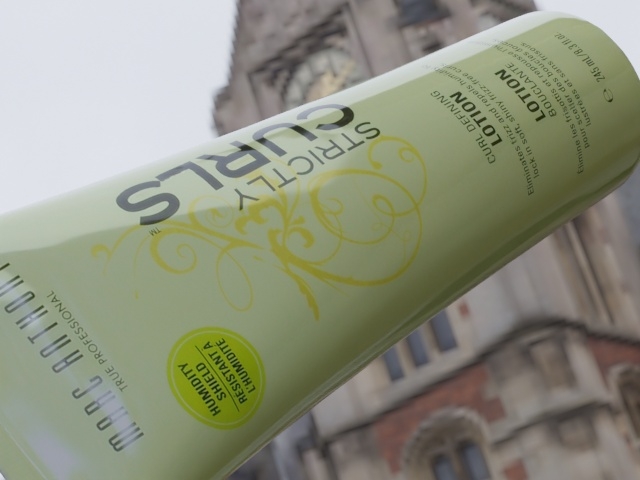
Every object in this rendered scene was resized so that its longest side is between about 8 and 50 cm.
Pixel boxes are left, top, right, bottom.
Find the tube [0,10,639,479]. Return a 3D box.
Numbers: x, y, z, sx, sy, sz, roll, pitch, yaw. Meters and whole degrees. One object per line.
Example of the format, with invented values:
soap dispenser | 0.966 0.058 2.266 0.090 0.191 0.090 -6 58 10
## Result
tube | 0.000 0.000 0.486 0.070 0.062 0.240 14 29 39
